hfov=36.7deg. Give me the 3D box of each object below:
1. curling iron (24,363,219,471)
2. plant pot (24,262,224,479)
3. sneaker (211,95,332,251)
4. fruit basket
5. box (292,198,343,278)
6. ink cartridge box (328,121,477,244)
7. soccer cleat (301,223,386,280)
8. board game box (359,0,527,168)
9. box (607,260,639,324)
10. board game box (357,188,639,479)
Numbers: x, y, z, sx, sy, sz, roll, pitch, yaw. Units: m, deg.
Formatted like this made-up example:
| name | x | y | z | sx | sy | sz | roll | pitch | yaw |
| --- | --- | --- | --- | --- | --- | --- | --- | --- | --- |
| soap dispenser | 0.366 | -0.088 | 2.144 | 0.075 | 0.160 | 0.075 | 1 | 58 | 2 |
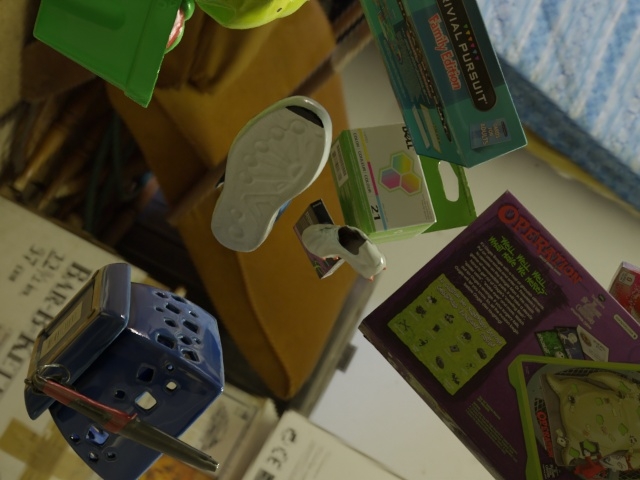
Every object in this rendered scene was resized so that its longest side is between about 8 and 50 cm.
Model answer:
| name | x | y | z | sx | sy | sz | roll | pitch | yaw |
| --- | --- | --- | --- | --- | --- | --- | --- | --- | --- |
| curling iron | -0.254 | 0.229 | 1.251 | 0.068 | 0.273 | 0.035 | -62 | 177 | -76 |
| plant pot | -0.299 | 0.185 | 1.435 | 0.236 | 0.212 | 0.236 | -45 | -157 | 10 |
| sneaker | -0.055 | -0.150 | 1.467 | 0.323 | 0.130 | 0.236 | -56 | -172 | 45 |
| fruit basket | -0.161 | -0.374 | 1.294 | 0.283 | 0.391 | 0.392 | -108 | -142 | -61 |
| box | 0.000 | 0.000 | 1.767 | 0.029 | 0.116 | 0.162 | -25 | 172 | -19 |
| ink cartridge box | 0.160 | -0.106 | 1.681 | 0.097 | 0.255 | 0.189 | 136 | -58 | -67 |
| soccer cleat | 0.032 | 0.000 | 1.545 | 0.068 | 0.196 | 0.076 | -41 | 127 | -18 |
| board game box | 0.141 | -0.230 | 1.217 | 0.079 | 0.254 | 0.336 | -22 | -171 | -1 |
| box | 0.434 | 0.170 | 1.372 | 0.257 | 0.128 | 0.122 | -67 | 166 | 9 |
| board game box | 0.227 | 0.142 | 0.928 | 0.208 | 0.347 | 0.056 | -40 | 171 | -12 |
